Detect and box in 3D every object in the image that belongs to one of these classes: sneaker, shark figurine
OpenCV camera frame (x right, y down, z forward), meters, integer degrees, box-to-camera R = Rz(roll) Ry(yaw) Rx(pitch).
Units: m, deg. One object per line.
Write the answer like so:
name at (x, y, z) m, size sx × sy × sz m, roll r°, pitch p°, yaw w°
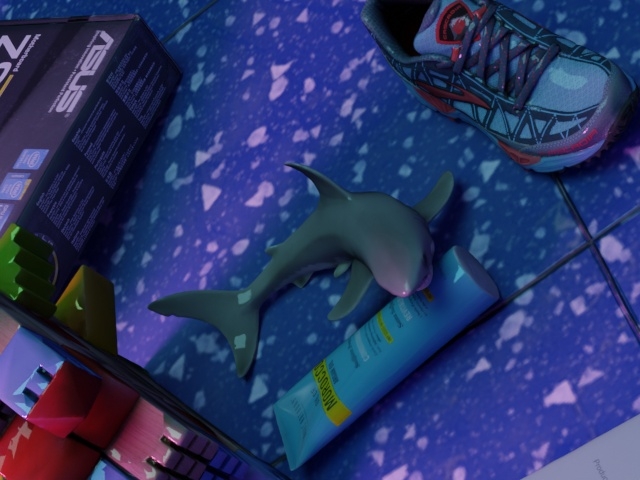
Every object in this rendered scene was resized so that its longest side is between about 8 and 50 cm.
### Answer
sneaker at (0.125, -0.134, 1.484) m, size 0.262 × 0.125 × 0.104 m, roll 25°, pitch 81°, yaw 45°
shark figurine at (-0.008, -0.007, 1.514) m, size 0.278 × 0.116 × 0.166 m, roll -20°, pitch 34°, yaw 48°

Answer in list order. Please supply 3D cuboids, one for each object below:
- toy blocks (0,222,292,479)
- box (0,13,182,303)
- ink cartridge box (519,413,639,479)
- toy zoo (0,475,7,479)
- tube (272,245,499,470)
toy blocks at (-0.173, 0.138, 1.415) m, size 0.261 × 0.381 × 0.190 m, roll 32°, pitch 87°, yaw 34°
box at (-0.344, -0.032, 1.773) m, size 0.318 × 0.097 × 0.395 m, roll 4°, pitch 55°, yaw 36°
ink cartridge box at (0.264, 0.173, 1.064) m, size 0.307 × 0.223 × 0.129 m, roll -29°, pitch 46°, yaw 4°
toy zoo at (-0.354, 0.280, 1.686) m, size 0.293 × 0.030 × 0.192 m, roll -26°, pitch 50°, yaw 25°
tube at (0.045, 0.089, 1.471) m, size 0.207 × 0.052 × 0.080 m, roll -42°, pitch 28°, yaw 16°
